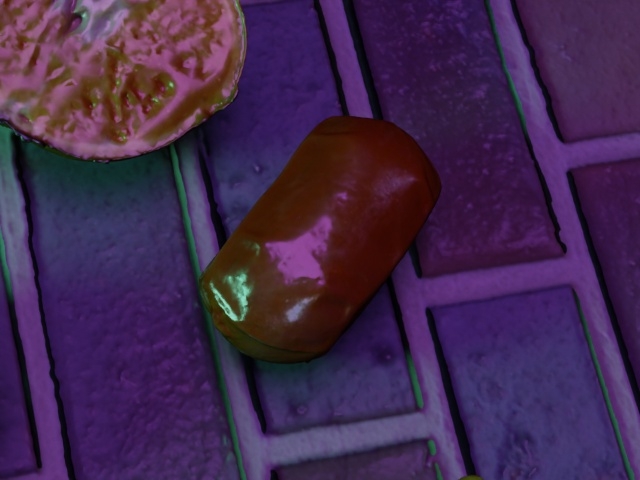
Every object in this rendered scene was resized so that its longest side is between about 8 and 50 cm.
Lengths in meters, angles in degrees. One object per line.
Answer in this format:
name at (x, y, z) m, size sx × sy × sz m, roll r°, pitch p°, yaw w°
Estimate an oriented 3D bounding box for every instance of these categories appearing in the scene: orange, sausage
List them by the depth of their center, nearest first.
sausage at (0.001, 0.001, 1.588) m, size 0.141 × 0.153 × 0.268 m, roll 38°, pitch 65°, yaw 4°
orange at (-0.245, -0.221, 1.612) m, size 0.310 × 0.274 × 0.274 m, roll 32°, pitch 53°, yaw -42°

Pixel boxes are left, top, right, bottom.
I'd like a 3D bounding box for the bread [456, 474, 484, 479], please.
bread at (-0.059, 0.333, 1.373) m, size 0.361 × 0.245 × 0.233 m, roll 2°, pitch 64°, yaw -12°
